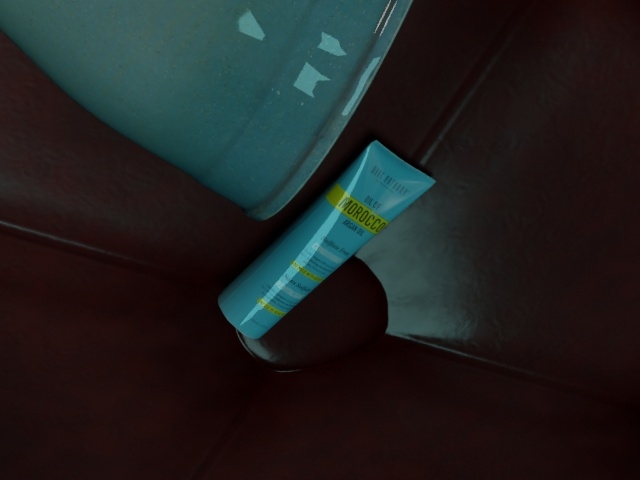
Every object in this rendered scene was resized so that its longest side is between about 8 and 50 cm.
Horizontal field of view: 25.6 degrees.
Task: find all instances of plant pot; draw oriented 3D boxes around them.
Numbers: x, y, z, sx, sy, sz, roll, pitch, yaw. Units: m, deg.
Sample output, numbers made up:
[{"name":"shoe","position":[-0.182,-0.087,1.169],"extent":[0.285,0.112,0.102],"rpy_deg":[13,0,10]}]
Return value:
[{"name":"plant pot","position":[-0.092,-0.189,0.886],"extent":[0.255,0.271,0.271],"rpy_deg":[26,122,-14]}]

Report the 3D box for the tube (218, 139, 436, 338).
[{"name":"tube","position":[0.000,0.000,1.206],"extent":[0.207,0.052,0.080],"rpy_deg":[-44,137,17]}]
